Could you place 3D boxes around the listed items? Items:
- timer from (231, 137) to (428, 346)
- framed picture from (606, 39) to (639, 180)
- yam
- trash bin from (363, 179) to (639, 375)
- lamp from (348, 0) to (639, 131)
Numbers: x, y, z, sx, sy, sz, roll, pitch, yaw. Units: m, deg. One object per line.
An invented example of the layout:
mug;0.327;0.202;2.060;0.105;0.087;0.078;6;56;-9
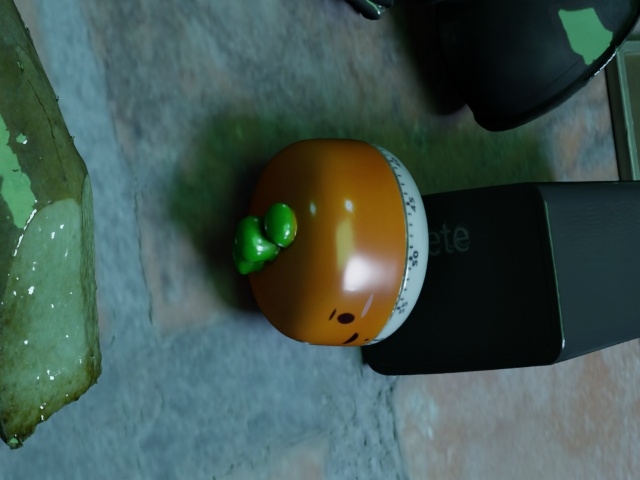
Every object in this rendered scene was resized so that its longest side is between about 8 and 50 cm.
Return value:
timer;0.000;0.000;1.153;0.136;0.099;0.136;23;58;-41
framed picture;0.300;-0.038;1.494;0.184;0.016;0.249;-9;91;-43
yam;-0.173;-0.023;0.999;0.106;0.106;0.259;-32;105;-40
trash bin;0.159;0.015;1.258;0.225;0.165;0.115;-8;90;-45
lamp;0.085;-0.196;1.248;0.227;0.147;0.172;45;80;-20
